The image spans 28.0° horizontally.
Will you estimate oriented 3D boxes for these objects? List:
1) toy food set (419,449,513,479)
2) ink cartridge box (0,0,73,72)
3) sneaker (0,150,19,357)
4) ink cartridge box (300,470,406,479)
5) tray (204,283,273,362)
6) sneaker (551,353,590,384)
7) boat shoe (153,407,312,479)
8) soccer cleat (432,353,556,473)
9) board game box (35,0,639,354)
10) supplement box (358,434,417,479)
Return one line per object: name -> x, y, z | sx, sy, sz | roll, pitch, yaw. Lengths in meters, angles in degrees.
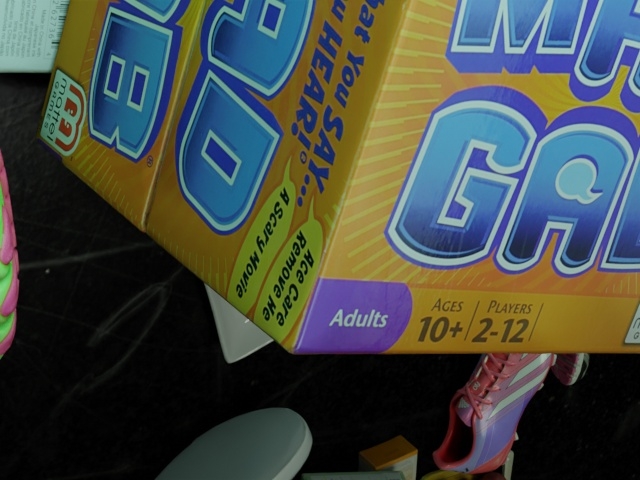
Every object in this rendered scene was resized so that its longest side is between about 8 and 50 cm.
toy food set -> 0.182, 0.345, 1.596 | 0.218, 0.071, 0.128 | -11, 122, -35
ink cartridge box -> -0.130, -0.223, 0.993 | 0.311, 0.065, 0.185 | -3, 117, -35
sneaker -> -0.318, -0.117, 0.809 | 0.202, 0.185, 0.482 | -10, 111, -12
ink cartridge box -> -0.025, 0.343, 1.436 | 0.235, 0.056, 0.171 | 2, 117, -14
tray -> 0.000, 0.000, 1.261 | 0.270, 0.030, 0.145 | -30, 132, -23
sneaker -> 0.326, 0.099, 1.568 | 0.075, 0.063, 0.170 | -10, 117, -28
boat shoe -> -0.121, 0.292, 1.281 | 0.301, 0.108, 0.102 | -42, 133, -13
soccer cleat -> 0.204, 0.169, 1.503 | 0.095, 0.083, 0.248 | -2, 119, -34
board game box -> 0.069, -0.156, 0.901 | 0.356, 0.356, 0.356 | 4, 111, -39
supplement box -> 0.077, 0.283, 1.494 | 0.062, 0.036, 0.098 | -17, 124, -31
